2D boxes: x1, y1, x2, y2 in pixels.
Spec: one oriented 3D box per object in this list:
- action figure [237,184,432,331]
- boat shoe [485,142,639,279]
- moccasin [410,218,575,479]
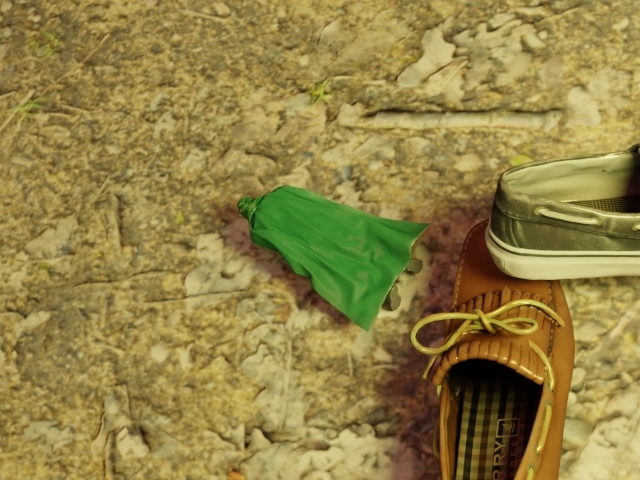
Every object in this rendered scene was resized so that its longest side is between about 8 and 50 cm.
[{"bbox_3d":[0.000,0.000,1.994,0.232,0.063,0.137,27,76,29],"label":"action figure"},{"bbox_3d":[0.332,-0.036,1.788,0.335,0.119,0.121,-9,46,-8],"label":"boat shoe"},{"bbox_3d":[0.169,0.137,1.784,0.139,0.147,0.380,-1,57,23],"label":"moccasin"}]
